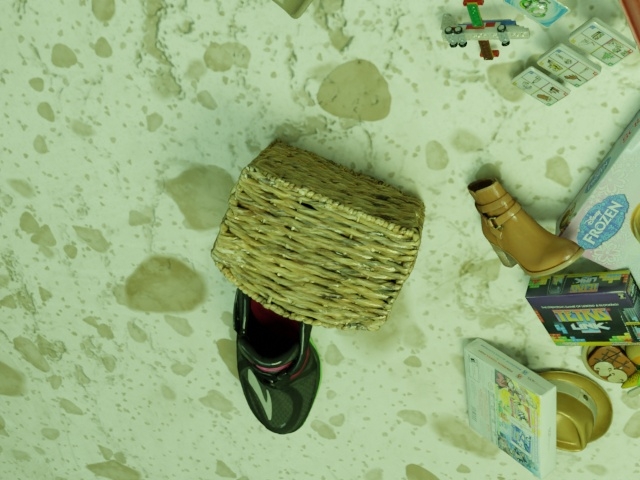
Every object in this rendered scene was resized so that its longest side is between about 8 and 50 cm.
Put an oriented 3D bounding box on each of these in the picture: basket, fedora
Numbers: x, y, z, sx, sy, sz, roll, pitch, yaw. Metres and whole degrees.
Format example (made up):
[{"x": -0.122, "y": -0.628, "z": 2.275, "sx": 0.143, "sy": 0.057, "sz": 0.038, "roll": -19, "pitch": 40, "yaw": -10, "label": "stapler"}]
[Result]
[{"x": 0.000, "y": 0.000, "z": 1.314, "sx": 0.299, "sy": 0.223, "sz": 0.214, "roll": 22, "pitch": 109, "yaw": 1, "label": "basket"}, {"x": 0.443, "y": 0.330, "z": 1.514, "sx": 0.194, "sy": 0.079, "sz": 0.194, "roll": 9, "pitch": 126, "yaw": 12, "label": "fedora"}]

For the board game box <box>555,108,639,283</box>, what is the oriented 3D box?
[{"x": 0.569, "y": -0.055, "z": 1.216, "sx": 0.317, "sy": 0.066, "sz": 0.319, "roll": 26, "pitch": 127, "yaw": 0, "label": "board game box"}]

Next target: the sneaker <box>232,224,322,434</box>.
[{"x": -0.096, "y": 0.190, "z": 1.518, "sx": 0.185, "sy": 0.202, "sz": 0.483, "roll": 9, "pitch": 125, "yaw": 13, "label": "sneaker"}]

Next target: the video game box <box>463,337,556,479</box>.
[{"x": 0.343, "y": 0.302, "z": 1.486, "sx": 0.187, "sy": 0.048, "sz": 0.205, "roll": 35, "pitch": 143, "yaw": 48, "label": "video game box"}]

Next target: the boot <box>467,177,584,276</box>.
[{"x": 0.306, "y": -0.027, "z": 1.269, "sx": 0.152, "sy": 0.073, "sz": 0.197, "roll": 61, "pitch": 158, "yaw": -14, "label": "boot"}]

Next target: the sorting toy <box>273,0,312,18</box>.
[{"x": -0.035, "y": -0.492, "z": 1.136, "sx": 0.229, "sy": 0.041, "sz": 0.307, "roll": 40, "pitch": 126, "yaw": -5, "label": "sorting toy"}]

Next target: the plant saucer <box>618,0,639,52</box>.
[{"x": 0.501, "y": -0.355, "z": 1.024, "sx": 0.258, "sy": 0.048, "sz": 0.259, "roll": -22, "pitch": 105, "yaw": 29, "label": "plant saucer"}]

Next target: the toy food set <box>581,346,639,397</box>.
[{"x": 0.521, "y": 0.205, "z": 1.428, "sx": 0.192, "sy": 0.039, "sz": 0.132, "roll": 38, "pitch": 126, "yaw": -9, "label": "toy food set"}]

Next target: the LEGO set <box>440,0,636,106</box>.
[{"x": 0.279, "y": -0.293, "z": 1.128, "sx": 0.244, "sy": 0.060, "sz": 0.182, "roll": 26, "pitch": 155, "yaw": -15, "label": "LEGO set"}]

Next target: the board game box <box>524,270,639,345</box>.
[{"x": 0.443, "y": 0.115, "z": 1.343, "sx": 0.170, "sy": 0.048, "sz": 0.141, "roll": -7, "pitch": 135, "yaw": 41, "label": "board game box"}]
